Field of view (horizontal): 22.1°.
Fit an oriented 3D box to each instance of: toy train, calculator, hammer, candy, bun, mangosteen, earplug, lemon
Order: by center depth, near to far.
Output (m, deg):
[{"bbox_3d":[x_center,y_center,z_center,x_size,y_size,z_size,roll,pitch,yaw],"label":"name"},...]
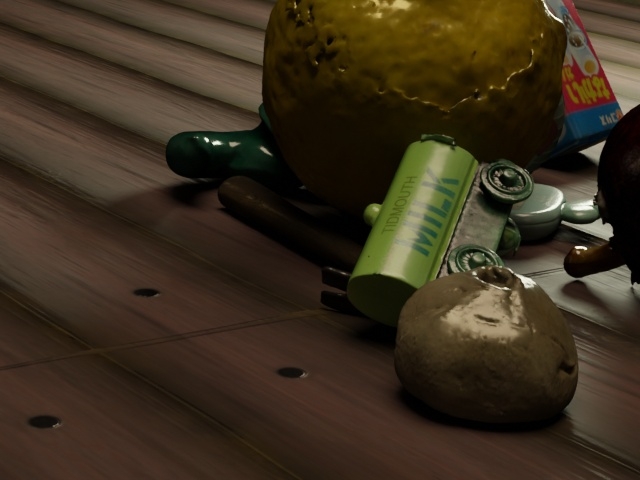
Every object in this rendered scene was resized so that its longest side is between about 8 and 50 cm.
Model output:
[{"bbox_3d":[0.150,0.083,1.444,0.166,0.113,0.173,7,20,-1],"label":"bun"},{"bbox_3d":[0.118,-0.005,1.631,0.157,0.105,0.253,18,46,7],"label":"toy train"},{"bbox_3d":[0.382,-0.031,1.792,0.261,0.235,0.235,-38,12,11],"label":"mangosteen"},{"bbox_3d":[0.000,0.000,1.829,0.168,0.044,0.440,-3,17,-28],"label":"hammer"},{"bbox_3d":[0.098,-0.182,1.868,0.349,0.387,0.350,6,59,-9],"label":"lemon"},{"bbox_3d":[0.201,-0.041,2.027,0.295,0.042,0.184,6,16,15],"label":"calculator"},{"bbox_3d":[-0.044,-0.145,2.089,0.257,0.280,0.164,43,9,-39],"label":"earplug"},{"bbox_3d":[0.319,-0.272,2.397,0.100,0.306,0.157,-28,-7,37],"label":"candy"}]

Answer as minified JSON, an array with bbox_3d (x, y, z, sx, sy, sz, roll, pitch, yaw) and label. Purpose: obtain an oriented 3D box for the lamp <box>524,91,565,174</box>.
[{"bbox_3d":[0.207,-0.186,2.158,0.265,0.233,0.233,42,-1,-27],"label":"lamp"}]
